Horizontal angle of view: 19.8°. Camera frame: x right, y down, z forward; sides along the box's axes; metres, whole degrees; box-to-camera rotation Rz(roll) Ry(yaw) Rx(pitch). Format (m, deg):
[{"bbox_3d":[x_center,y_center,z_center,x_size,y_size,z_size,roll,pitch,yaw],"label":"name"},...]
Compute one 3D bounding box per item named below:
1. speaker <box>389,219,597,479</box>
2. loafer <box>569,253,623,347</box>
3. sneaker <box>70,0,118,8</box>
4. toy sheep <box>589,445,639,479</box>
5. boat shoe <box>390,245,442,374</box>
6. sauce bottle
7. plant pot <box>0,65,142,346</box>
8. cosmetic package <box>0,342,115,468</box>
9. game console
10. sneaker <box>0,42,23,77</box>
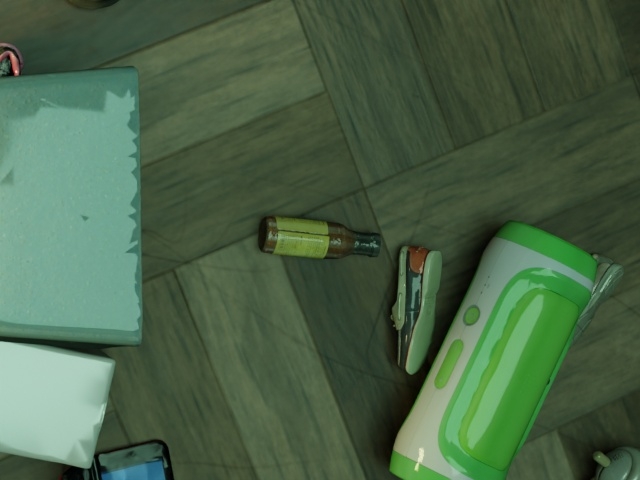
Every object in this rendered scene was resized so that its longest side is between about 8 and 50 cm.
[{"bbox_3d":[0.184,0.134,1.949,0.131,0.131,0.296,27,87,-16],"label":"speaker"},{"bbox_3d":[0.283,0.070,2.021,0.039,0.045,0.125,35,82,27],"label":"loafer"},{"bbox_3d":[-0.240,-0.370,1.788,0.109,0.130,0.286,-22,99,-11],"label":"sneaker"},{"bbox_3d":[0.341,0.271,2.025,0.132,0.091,0.091,38,83,-34],"label":"toy sheep"},{"bbox_3d":[0.097,0.073,1.963,0.043,0.049,0.137,10,95,26],"label":"boat shoe"},{"bbox_3d":[0.000,0.000,1.929,0.128,0.042,0.042,8,92,-16],"label":"sauce bottle"},{"bbox_3d":[-0.308,-0.023,1.678,0.252,0.247,0.248,0,86,-16],"label":"plant pot"},{"bbox_3d":[-0.332,0.145,1.826,0.231,0.085,0.117,15,90,-18],"label":"cosmetic package"},{"bbox_3d":[-0.200,0.290,1.875,0.085,0.124,0.144,-9,97,12],"label":"game console"},{"bbox_3d":[-0.319,-0.137,1.821,0.047,0.057,0.119,7,93,-19],"label":"sneaker"}]
